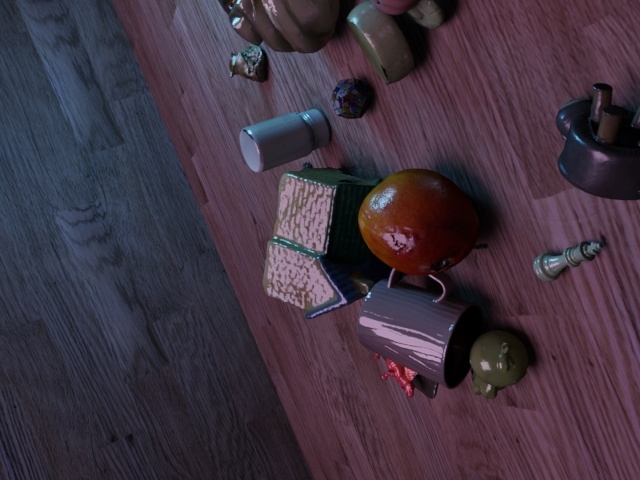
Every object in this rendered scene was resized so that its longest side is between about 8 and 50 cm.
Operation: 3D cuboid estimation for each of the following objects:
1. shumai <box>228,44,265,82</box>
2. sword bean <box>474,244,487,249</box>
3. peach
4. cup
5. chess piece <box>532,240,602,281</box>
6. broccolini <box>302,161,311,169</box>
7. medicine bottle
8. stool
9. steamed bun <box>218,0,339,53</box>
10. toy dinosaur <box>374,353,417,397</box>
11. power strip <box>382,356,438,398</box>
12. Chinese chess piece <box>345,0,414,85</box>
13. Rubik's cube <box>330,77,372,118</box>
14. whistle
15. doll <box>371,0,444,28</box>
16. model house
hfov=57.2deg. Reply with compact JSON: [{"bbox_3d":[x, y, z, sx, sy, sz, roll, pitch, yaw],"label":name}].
[{"bbox_3d":[-0.258,-0.599,2.023,0.145,0.116,0.146,44,148,37],"label":"shumai"},{"bbox_3d":[0.368,0.016,1.402,0.083,0.012,0.012,-4,108,64],"label":"sword bean"},{"bbox_3d":[0.220,-0.037,1.345,0.281,0.280,0.238,44,137,41],"label":"peach"},{"bbox_3d":[0.247,0.205,1.477,0.273,0.208,0.288,18,147,37],"label":"cup"},{"bbox_3d":[0.481,0.034,1.133,0.059,0.059,0.149,63,152,8],"label":"chess piece"},{"bbox_3d":[-0.037,-0.208,2.033,0.035,0.030,0.140,7,130,21],"label":"broccolini"},{"bbox_3d":[-0.104,-0.310,1.789,0.143,0.258,0.143,48,151,37],"label":"medicine bottle"},{"bbox_3d":[0.444,-0.165,0.909,0.228,0.153,0.139,45,148,40],"label":"stool"},{"bbox_3d":[-0.128,-0.620,1.497,0.352,0.247,0.339,52,170,2],"label":"steamed bun"},{"bbox_3d":[0.218,0.313,1.702,0.139,0.070,0.286,-50,53,45],"label":"toy dinosaur"},{"bbox_3d":[0.285,0.287,1.716,0.257,0.092,0.251,38,134,49],"label":"power strip"},{"bbox_3d":[0.135,-0.443,1.312,0.188,0.083,0.188,55,-175,-8],"label":"Chinese chess piece"},{"bbox_3d":[0.081,-0.373,1.550,0.111,0.093,0.111,45,146,41],"label":"Rubik's cube"},{"bbox_3d":[0.433,0.313,1.432,0.141,0.141,0.294,50,170,34],"label":"whistle"},{"bbox_3d":[0.171,-0.552,1.141,0.284,0.216,0.268,51,-179,-9],"label":"doll"},{"bbox_3d":[0.066,0.001,1.688,0.342,0.334,0.382,18,112,36],"label":"model house"}]
